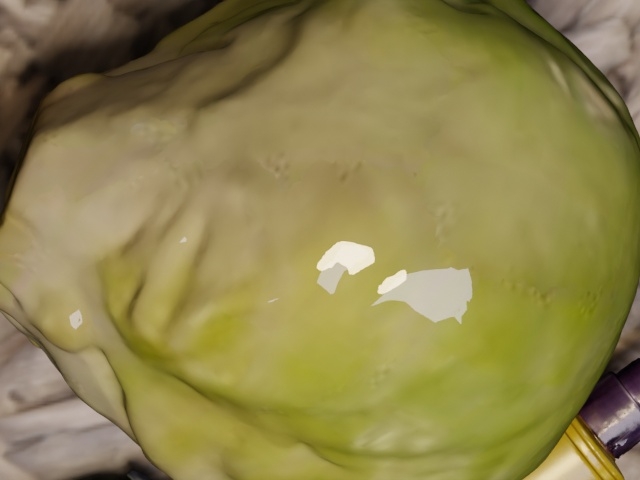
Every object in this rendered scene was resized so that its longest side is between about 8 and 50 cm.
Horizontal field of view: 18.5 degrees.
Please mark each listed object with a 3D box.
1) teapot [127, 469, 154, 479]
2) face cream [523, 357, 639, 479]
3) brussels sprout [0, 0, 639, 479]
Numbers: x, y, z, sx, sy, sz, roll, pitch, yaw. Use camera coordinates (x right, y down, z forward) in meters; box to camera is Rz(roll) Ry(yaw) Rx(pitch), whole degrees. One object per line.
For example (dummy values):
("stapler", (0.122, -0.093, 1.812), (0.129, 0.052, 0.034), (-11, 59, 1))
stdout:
("teapot", (-0.103, 0.191, 1.076), (0.108, 0.111, 0.149), (-43, 128, -9))
("face cream", (0.116, 0.148, 1.169), (0.273, 0.078, 0.078), (-38, 133, 5))
("brussels sprout", (0.013, -0.004, 0.904), (0.317, 0.242, 0.274), (30, 133, -35))
